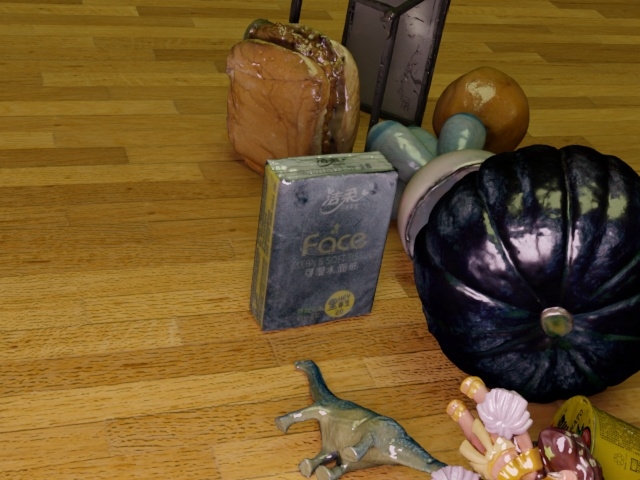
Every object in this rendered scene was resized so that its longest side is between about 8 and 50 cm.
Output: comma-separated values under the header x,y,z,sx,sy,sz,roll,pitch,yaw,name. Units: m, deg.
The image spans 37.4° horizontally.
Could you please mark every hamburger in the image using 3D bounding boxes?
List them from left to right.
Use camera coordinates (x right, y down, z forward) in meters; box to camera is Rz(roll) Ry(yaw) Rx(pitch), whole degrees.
x,y,z,sx,sy,sz,roll,pitch,yaw,name
-0.049,-0.247,1.691,0.259,0.283,0.144,33,48,24,hamburger

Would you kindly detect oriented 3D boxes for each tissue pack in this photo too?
x,y,z,sx,sy,sz,roll,pitch,yaw,name
0.000,0.000,1.365,0.185,0.257,0.081,-8,36,-25,tissue pack

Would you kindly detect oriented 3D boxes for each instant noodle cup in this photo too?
x,y,z,sx,sy,sz,roll,pitch,yaw,name
0.345,0.292,1.115,0.144,0.182,0.182,20,34,-2,instant noodle cup

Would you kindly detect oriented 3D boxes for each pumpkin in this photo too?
x,y,z,sx,sy,sz,roll,pitch,yaw,name
0.304,0.045,1.289,0.363,0.363,0.266,11,34,1,pumpkin

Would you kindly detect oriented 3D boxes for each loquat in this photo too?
x,y,z,sx,sy,sz,roll,pitch,yaw,name
0.320,-0.241,1.874,0.234,0.176,0.187,-39,99,-38,loquat

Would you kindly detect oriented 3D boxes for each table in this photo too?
x,y,z,sx,sy,sz,roll,pitch,yaw,name
0.078,-0.351,1.833,0.222,0.335,0.272,25,37,21,table

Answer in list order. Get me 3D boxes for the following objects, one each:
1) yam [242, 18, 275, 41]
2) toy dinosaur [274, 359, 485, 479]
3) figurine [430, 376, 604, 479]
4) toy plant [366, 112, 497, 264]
x,y,z,sx,sy,sz,roll,pitch,yaw,name
-0.096,-0.412,2.084,0.107,0.107,0.194,-14,40,-31,yam
0.048,0.242,1.171,0.147,0.076,0.363,-22,32,-37,toy dinosaur
0.212,0.245,1.016,0.116,0.174,0.240,0,33,-43,figurine
0.198,-0.105,1.617,0.247,0.247,0.332,-3,32,-18,toy plant
